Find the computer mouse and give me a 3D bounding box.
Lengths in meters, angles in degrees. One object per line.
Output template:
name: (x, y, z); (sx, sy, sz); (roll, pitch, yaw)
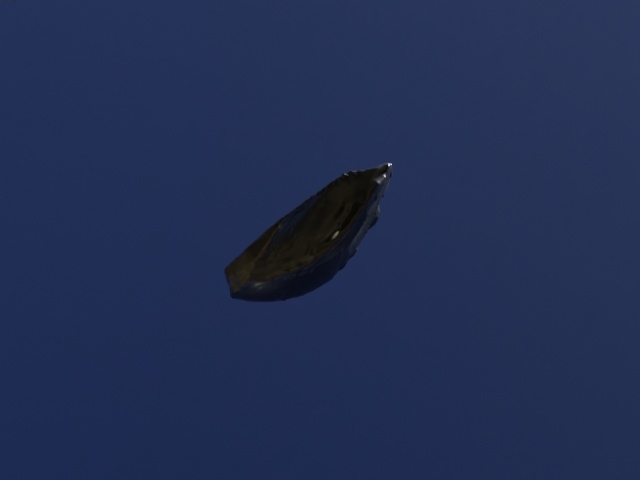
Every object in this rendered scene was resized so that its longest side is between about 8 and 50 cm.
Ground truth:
computer mouse: (0.000, 0.000, 1.198); (0.135, 0.079, 0.047); (-38, -95, -23)
